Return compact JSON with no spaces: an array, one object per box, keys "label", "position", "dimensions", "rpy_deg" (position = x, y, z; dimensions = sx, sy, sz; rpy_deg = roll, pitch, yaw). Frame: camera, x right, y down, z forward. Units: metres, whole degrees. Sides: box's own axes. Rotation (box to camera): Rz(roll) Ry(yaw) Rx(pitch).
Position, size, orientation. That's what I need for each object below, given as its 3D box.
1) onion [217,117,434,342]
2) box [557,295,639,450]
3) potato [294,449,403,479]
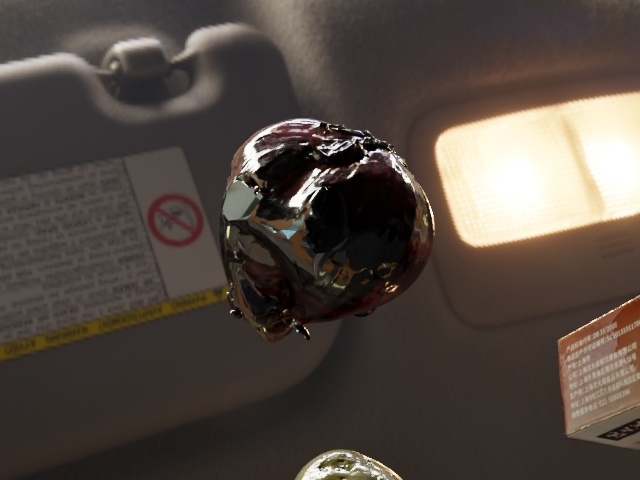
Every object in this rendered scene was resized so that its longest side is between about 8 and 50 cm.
[{"label":"onion","position":[0.011,-0.018,1.147],"dimensions":[0.221,0.281,0.281],"rpy_deg":[26,-139,-43]},{"label":"box","position":[0.497,0.121,1.036],"dimensions":[0.344,0.385,0.122],"rpy_deg":[12,-118,-20]},{"label":"potato","position":[0.056,0.377,1.291],"dimensions":[0.178,0.160,0.235],"rpy_deg":[-21,-120,-21]}]
